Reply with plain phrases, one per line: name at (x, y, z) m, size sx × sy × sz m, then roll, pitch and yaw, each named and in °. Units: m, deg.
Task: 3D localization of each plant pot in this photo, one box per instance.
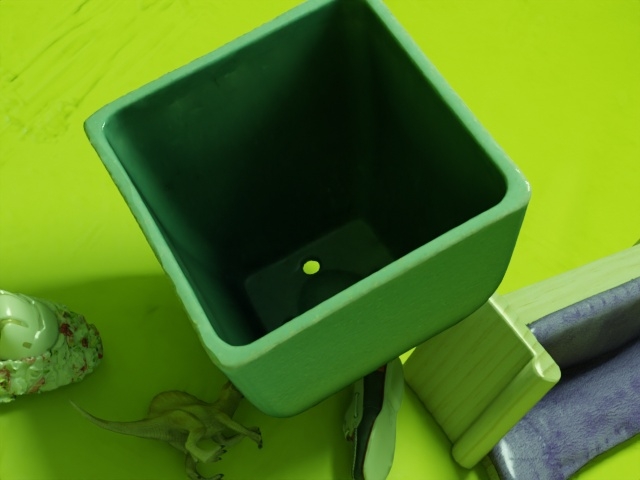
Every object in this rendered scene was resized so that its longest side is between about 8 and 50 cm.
plant pot at (0.000, 0.000, 0.902) m, size 0.247 × 0.252 × 0.247 m, roll -29°, pitch 60°, yaw -8°

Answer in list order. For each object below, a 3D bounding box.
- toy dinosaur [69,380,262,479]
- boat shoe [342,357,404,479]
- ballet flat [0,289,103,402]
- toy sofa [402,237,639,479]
toy dinosaur at (-0.108, 0.151, 0.884) m, size 0.183 × 0.053 × 0.092 m, roll -7°, pitch 40°, yaw -45°
boat shoe at (0.041, 0.156, 0.967) m, size 0.043 × 0.049 × 0.137 m, roll -6°, pitch 42°, yaw 20°
ballet flat at (-0.268, 0.071, 0.828) m, size 0.241 × 0.077 × 0.091 m, roll 0°, pitch 51°, yaw -33°
toy sofa at (0.271, 0.103, 1.076) m, size 0.362 × 0.150 × 0.177 m, roll -16°, pitch 59°, yaw -40°
